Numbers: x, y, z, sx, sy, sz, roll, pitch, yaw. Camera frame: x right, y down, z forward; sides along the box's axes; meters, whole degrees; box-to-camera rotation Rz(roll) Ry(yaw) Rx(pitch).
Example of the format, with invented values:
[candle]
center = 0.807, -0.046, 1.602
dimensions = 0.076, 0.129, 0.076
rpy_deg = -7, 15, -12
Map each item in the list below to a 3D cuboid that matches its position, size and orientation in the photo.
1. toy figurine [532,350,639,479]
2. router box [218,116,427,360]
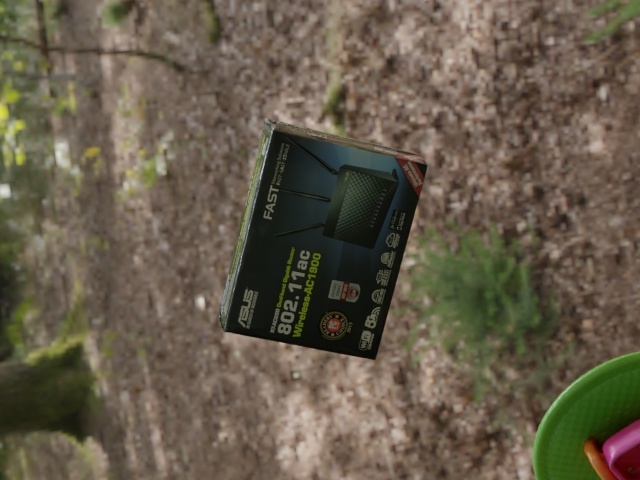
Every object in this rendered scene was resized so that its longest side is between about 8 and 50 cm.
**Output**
[toy figurine]
center = 0.208, 0.169, 0.663
dimensions = 0.173, 0.130, 0.159
rpy_deg = 48, -166, -29
[router box]
center = 0.000, 0.000, 0.708
dimensions = 0.038, 0.092, 0.123
rpy_deg = -126, 48, -74
